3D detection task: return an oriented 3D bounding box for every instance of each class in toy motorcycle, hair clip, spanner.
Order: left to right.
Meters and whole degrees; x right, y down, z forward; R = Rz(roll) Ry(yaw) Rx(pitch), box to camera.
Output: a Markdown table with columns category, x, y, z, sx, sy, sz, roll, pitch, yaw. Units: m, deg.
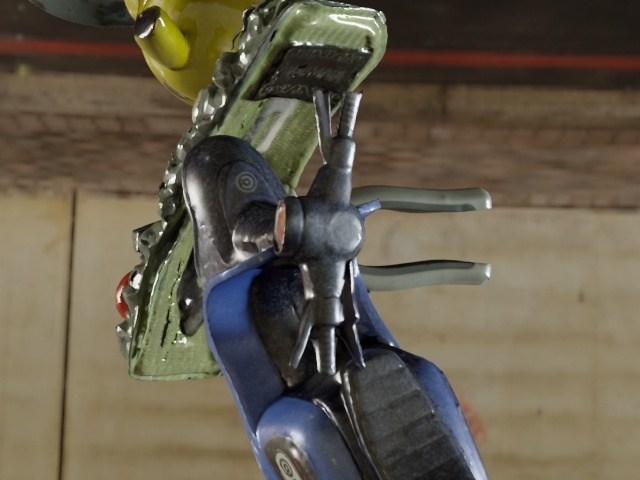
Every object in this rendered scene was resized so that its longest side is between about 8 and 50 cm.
| category | x | y | z | sx | sy | sz | roll | pitch | yaw |
| --- | --- | --- | --- | --- | --- | --- | --- | --- | --- |
| hair clip | -0.067 | -0.044 | 1.135 | 0.138 | 0.321 | 0.091 | 3 | -149 | -43 |
| spanner | 0.000 | 0.000 | 1.319 | 0.324 | 0.096 | 0.040 | 0 | -179 | -24 |
| toy motorcycle | 0.022 | 0.080 | 0.933 | 0.125 | 0.359 | 0.212 | -25 | 170 | -22 |

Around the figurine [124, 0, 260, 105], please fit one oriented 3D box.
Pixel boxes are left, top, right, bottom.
| category | x | y | z | sx | sy | sz | roll | pitch | yaw |
| --- | --- | --- | --- | --- | --- | --- | --- | --- | --- |
| figurine | -0.096 | -0.234 | 1.587 | 0.218 | 0.169 | 0.327 | 0 | -145 | -14 |

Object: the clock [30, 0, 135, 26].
| category | x | y | z | sx | sy | sz | roll | pitch | yaw |
| --- | --- | --- | --- | --- | --- | --- | --- | --- | --- |
| clock | -0.256 | -0.405 | 2.028 | 0.325 | 0.325 | 0.067 | 2 | 142 | -1 |
